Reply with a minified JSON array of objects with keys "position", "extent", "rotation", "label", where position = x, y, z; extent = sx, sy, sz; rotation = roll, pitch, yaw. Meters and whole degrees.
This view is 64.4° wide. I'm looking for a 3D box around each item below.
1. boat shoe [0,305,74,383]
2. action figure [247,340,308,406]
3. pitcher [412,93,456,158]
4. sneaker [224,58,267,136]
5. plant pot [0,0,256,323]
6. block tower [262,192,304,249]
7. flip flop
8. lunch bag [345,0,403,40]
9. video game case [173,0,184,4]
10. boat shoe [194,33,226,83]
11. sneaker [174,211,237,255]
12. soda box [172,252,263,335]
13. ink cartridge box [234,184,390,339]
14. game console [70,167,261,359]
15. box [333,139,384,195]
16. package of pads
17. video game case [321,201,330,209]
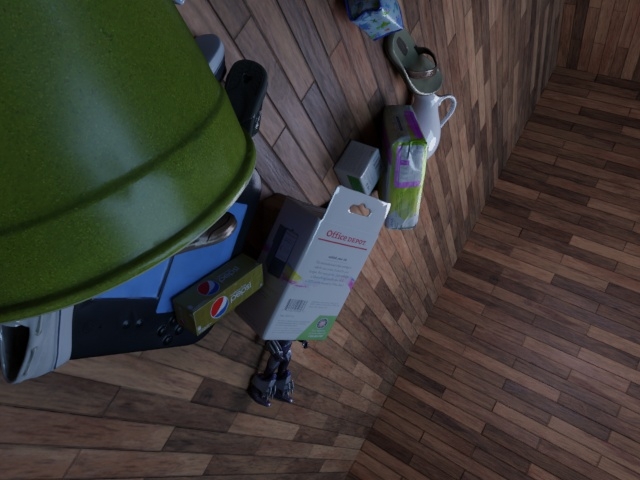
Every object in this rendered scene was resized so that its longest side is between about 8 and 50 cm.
[{"position":[-0.399,0.081,0.684],"extent":[0.088,0.096,0.267],"rotation":[-33,147,-54],"label":"boat shoe"},{"position":[-0.103,0.305,1.386],"extent":[0.185,0.099,0.284],"rotation":[-2,110,-55],"label":"action figure"},{"position":[0.336,-0.360,1.581],"extent":[0.178,0.125,0.206],"rotation":[1,108,-27],"label":"pitcher"},{"position":[-0.152,-0.177,0.857],"extent":[0.130,0.087,0.227],"rotation":[120,-13,-74],"label":"sneaker"},{"position":[-0.283,-0.181,0.445],"extent":[0.366,0.367,0.352],"rotation":[-45,135,-35],"label":"plant pot"},{"position":[-0.080,0.053,1.227],"extent":[0.091,0.097,0.335],"rotation":[-34,140,-45],"label":"block tower"},{"position":[0.271,-0.488,1.389],"extent":[0.277,0.080,0.112],"rotation":[31,77,-49],"label":"flip flop"},{"position":[0.109,-0.533,1.099],"extent":[0.129,0.096,0.151],"rotation":[-1,83,-61],"label":"lunch bag"},{"position":[-0.210,-0.453,0.666],"extent":[0.183,0.023,0.201],"rotation":[21,92,-63],"label":"video game case"},{"position":[-0.208,-0.217,0.788],"extent":[0.076,0.080,0.228],"rotation":[75,30,-60],"label":"boat shoe"},{"position":[-0.214,-0.027,0.845],"extent":[0.188,0.066,0.071],"rotation":[-27,131,-45],"label":"sneaker"},{"position":[-0.191,0.099,0.977],"extent":[0.181,0.058,0.061],"rotation":[-38,141,-41],"label":"soda box"},{"position":[-0.014,0.038,1.101],"extent":[0.207,0.119,0.353],"rotation":[14,107,-48],"label":"ink cartridge box"},{"position":[-0.266,0.019,0.903],"extent":[0.342,0.060,0.386],"rotation":[7,105,-62],"label":"game console"},{"position":[0.105,-0.194,1.366],"extent":[0.101,0.087,0.101],"rotation":[-58,153,-14],"label":"box"},{"position":[0.228,-0.204,1.452],"extent":[0.229,0.101,0.296],"rotation":[-93,-179,-51],"label":"package of pads"},{"position":[0.000,0.000,1.389],"extent":[0.274,0.026,0.195],"rotation":[-38,142,-48],"label":"video game case"}]
